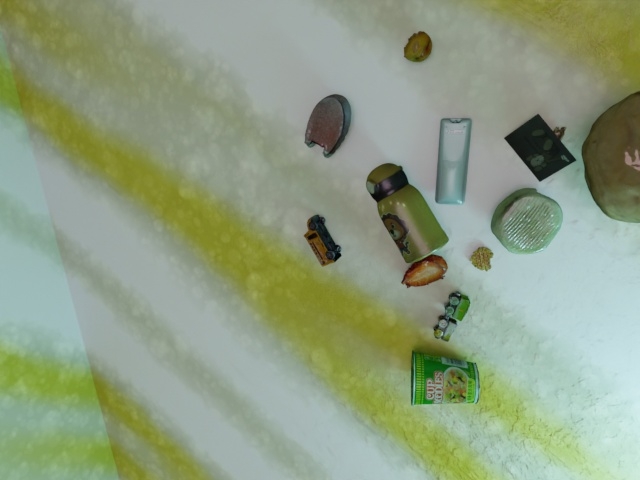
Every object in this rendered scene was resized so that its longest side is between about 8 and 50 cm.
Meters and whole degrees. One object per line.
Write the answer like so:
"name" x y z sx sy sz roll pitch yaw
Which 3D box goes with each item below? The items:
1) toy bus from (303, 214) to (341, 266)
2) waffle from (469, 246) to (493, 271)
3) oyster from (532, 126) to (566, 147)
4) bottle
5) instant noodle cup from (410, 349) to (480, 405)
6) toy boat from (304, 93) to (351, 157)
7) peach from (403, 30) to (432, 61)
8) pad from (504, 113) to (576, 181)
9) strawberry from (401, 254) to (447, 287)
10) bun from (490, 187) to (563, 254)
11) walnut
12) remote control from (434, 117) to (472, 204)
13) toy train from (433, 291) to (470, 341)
"toy bus" 0.000 0.000 1.641 0.088 0.083 0.194 -27 95 32
"waffle" 0.578 0.064 1.497 0.078 0.016 0.085 23 108 12
"oyster" 0.735 -0.332 1.352 0.083 0.038 0.080 28 102 38
"bottle" 0.287 -0.106 1.479 0.171 0.171 0.351 -32 88 22
"instant noodle cup" 0.456 0.514 1.560 0.233 0.207 0.207 0 103 10
"toy boat" 0.036 -0.425 1.546 0.155 0.085 0.227 35 122 17
"peach" 0.328 -0.637 1.397 0.098 0.061 0.098 -10 74 38
"pad" 0.702 -0.295 1.352 0.190 0.004 0.127 52 136 2
"strawberry" 0.372 0.103 1.534 0.121 0.082 0.188 33 137 -22
"bun" 0.672 -0.063 1.389 0.221 0.108 0.221 3 106 10
"walnut" 0.916 -0.232 1.155 0.381 0.381 0.381 4 104 18
"remote control" 0.454 -0.269 1.445 0.103 0.051 0.293 5 103 18
"toy train" 0.485 0.285 1.556 0.081 0.060 0.202 21 110 7
